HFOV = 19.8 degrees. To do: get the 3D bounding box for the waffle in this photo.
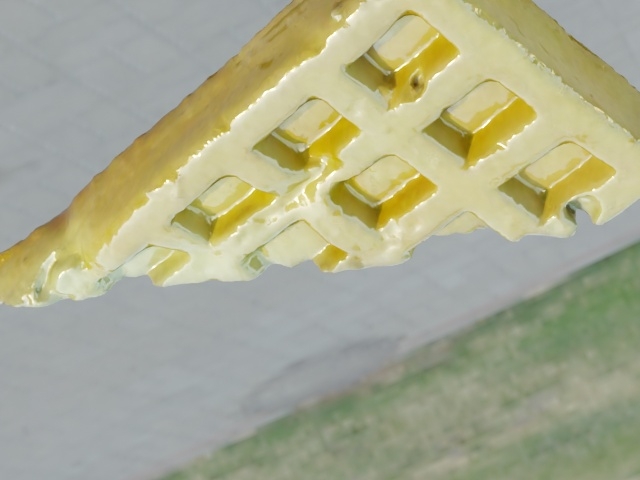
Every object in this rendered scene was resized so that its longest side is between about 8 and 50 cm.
[{"bbox_3d":[0.000,0.000,0.518,0.125,0.032,0.191,33,128,-26],"label":"waffle"}]
